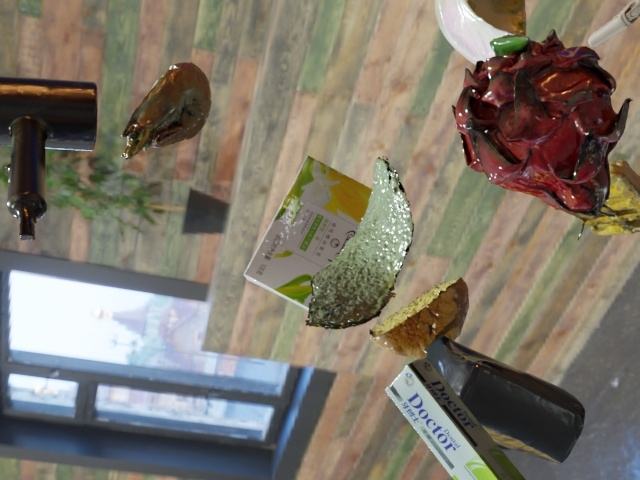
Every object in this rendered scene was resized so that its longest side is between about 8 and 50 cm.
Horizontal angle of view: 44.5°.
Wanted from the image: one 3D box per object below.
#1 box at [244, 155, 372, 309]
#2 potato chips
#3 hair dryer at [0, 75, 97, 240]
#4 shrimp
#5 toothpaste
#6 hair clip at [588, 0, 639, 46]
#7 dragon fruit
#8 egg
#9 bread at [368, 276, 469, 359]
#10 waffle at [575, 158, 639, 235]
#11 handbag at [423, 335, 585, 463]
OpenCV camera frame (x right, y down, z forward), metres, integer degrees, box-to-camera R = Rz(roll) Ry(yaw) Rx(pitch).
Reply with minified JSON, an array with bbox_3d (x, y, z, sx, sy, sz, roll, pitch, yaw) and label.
[{"bbox_3d":[0.000,0.000,1.478,0.260,0.194,0.111,-63,-1,-8],"label":"box"},{"bbox_3d":[0.045,0.008,0.888,0.167,0.059,0.228,-9,52,62],"label":"potato chips"},{"bbox_3d":[-0.322,-0.085,0.787,0.248,0.196,0.078,-113,30,-46],"label":"hair dryer"},{"bbox_3d":[-0.243,-0.200,1.263,0.051,0.115,0.217,-2,43,44],"label":"shrimp"},{"bbox_3d":[0.244,0.353,1.312,0.336,0.067,0.081,51,127,23],"label":"toothpaste"},{"bbox_3d":[0.612,-0.447,1.493,0.226,0.034,0.072,-39,10,0],"label":"hair clip"},{"bbox_3d":[0.302,-0.138,1.067,0.234,0.234,0.293,143,110,-76],"label":"dragon fruit"},{"bbox_3d":[0.293,-0.422,1.438,0.206,0.162,0.271,17,-109,-70],"label":"egg"},{"bbox_3d":[0.251,0.202,1.850,0.134,0.260,0.129,59,180,-3],"label":"bread"},{"bbox_3d":[0.593,-0.084,1.598,0.168,0.274,0.057,-7,63,46],"label":"waffle"},{"bbox_3d":[0.364,0.344,1.673,0.177,0.302,0.275,-66,15,-4],"label":"handbag"}]
